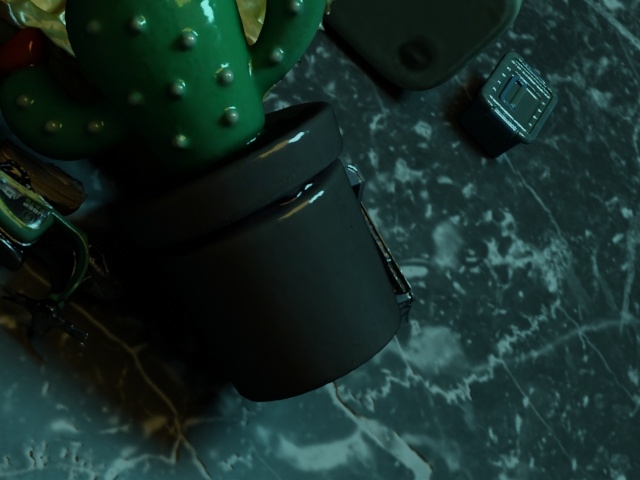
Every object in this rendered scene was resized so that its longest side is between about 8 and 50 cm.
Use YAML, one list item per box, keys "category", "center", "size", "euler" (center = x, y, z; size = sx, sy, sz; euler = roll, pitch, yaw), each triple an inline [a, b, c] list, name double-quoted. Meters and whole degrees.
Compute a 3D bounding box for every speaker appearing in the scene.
- category: "speaker"
  center: [0.029, -0.353, 1.833]
  size: [0.406, 0.183, 0.184]
  euler: [43, 38, -8]

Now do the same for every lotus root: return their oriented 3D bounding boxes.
- category: "lotus root"
  center: [-0.227, -0.044, 1.507]
  size: [0.083, 0.030, 0.037]
  euler: [32, 44, -22]

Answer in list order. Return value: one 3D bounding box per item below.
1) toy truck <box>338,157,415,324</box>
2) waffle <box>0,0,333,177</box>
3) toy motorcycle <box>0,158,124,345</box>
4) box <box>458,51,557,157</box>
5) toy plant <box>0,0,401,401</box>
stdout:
- category: "toy truck"
  center: [0.000, 0.000, 1.627]
  size: [0.083, 0.092, 0.192]
  euler: [-19, 76, -45]
- category: "waffle"
  center: [-0.142, -0.237, 1.658]
  size: [0.304, 0.077, 0.348]
  euler: [42, 50, -9]
- category: "toy motorcycle"
  center: [-0.226, 0.007, 1.455]
  size: [0.173, 0.058, 0.100]
  euler: [38, 47, -19]
- category: "box"
  center: [0.184, -0.133, 1.903]
  size: [0.074, 0.054, 0.099]
  euler: [46, 43, -9]
- category: "toy plant"
  center: [-0.092, -0.078, 1.463]
  size: [0.400, 0.279, 0.185]
  euler: [64, 34, -14]
